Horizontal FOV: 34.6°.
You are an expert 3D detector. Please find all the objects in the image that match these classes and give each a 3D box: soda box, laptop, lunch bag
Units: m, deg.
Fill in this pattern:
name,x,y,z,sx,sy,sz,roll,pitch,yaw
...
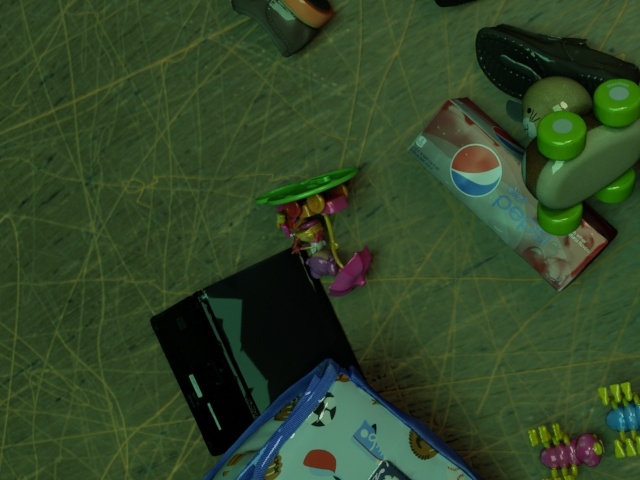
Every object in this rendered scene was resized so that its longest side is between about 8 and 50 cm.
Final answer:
name,x,y,z,sx,sy,sz,roll,pitch,yaw
soda box,0.239,-0.062,1.282,0.263,0.083,0.092,44,113,11
laptop,-0.098,0.167,1.508,0.264,0.136,0.234,-30,84,51
lunch bag,0.011,0.379,1.344,0.328,0.239,0.385,40,107,-7

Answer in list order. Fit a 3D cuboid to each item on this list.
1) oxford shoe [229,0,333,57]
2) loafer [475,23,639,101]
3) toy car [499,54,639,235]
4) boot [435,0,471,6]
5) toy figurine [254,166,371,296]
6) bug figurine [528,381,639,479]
name,x,y,z,sx,sy,sz,roll,pitch,yaw
oxford shoe,-0.107,-0.364,1.388,0.271,0.097,0.098,49,119,10
loafer,0.289,-0.210,1.251,0.220,0.078,0.080,30,141,28
toy car,0.261,-0.132,1.173,0.149,0.155,0.188,-29,51,-12
boot,0.209,-0.385,1.260,0.197,0.077,0.137,-24,83,12
toy figurine,0.000,0.000,1.396,0.173,0.130,0.159,-9,105,47
bug figurine,0.370,0.316,1.267,0.216,0.072,0.279,-16,81,39
